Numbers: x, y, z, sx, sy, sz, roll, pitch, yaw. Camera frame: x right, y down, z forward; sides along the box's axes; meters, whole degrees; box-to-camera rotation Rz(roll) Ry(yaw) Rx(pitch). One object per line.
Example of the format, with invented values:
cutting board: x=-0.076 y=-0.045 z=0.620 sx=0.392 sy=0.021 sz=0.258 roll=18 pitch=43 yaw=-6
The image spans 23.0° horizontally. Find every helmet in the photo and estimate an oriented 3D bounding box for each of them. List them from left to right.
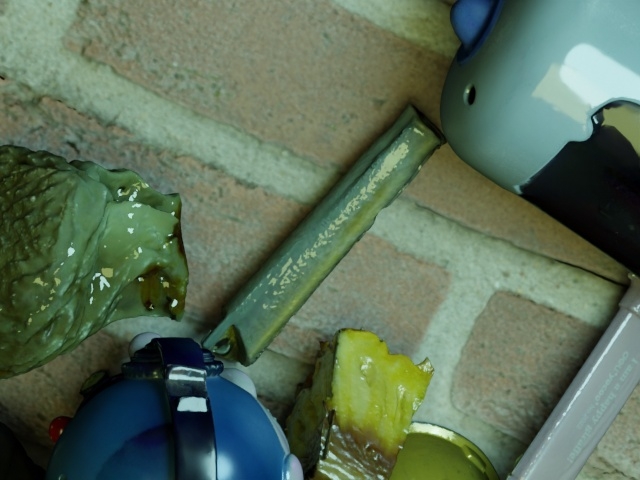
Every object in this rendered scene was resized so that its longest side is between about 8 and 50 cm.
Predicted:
helmet: x=0.107 y=0.329 z=1.647 sx=0.205 sy=0.140 sz=0.257 roll=-9 pitch=106 yaw=-1

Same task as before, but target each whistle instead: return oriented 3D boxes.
whistle: x=-0.001 y=-0.001 z=1.569 sx=0.326 sy=0.057 sz=0.068 roll=-47 pitch=142 yaw=12

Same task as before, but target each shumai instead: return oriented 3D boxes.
shumai: x=-0.263 y=0.037 z=1.510 sx=0.260 sy=0.225 sz=0.222 roll=-14 pitch=151 yaw=27

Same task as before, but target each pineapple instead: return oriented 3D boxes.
pineapple: x=0.019 y=0.208 z=1.569 sx=0.114 sy=0.186 sz=0.236 roll=25 pitch=93 yaw=-8

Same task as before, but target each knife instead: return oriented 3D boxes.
knife: x=0.266 y=0.181 z=1.609 sx=0.132 sy=0.038 sz=0.399 roll=37 pitch=86 yaw=-33

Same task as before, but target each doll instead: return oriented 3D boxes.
doll: x=-0.144 y=0.226 z=1.473 sx=0.240 sy=0.310 sz=0.284 roll=1 pitch=99 yaw=-19

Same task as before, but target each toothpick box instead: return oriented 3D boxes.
toothpick box: x=0.271 y=-0.130 z=1.466 sx=0.354 sy=0.263 sz=0.263 roll=31 pitch=104 yaw=-12

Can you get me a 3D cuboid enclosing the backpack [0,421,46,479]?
backpack: x=-0.416 y=0.370 z=1.469 sx=0.363 sy=0.446 sz=0.255 roll=-3 pitch=121 yaw=2

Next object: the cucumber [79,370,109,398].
cucumber: x=-0.196 y=0.209 z=1.640 sx=0.039 sy=0.043 sz=0.163 roll=-44 pitch=115 yaw=-34
